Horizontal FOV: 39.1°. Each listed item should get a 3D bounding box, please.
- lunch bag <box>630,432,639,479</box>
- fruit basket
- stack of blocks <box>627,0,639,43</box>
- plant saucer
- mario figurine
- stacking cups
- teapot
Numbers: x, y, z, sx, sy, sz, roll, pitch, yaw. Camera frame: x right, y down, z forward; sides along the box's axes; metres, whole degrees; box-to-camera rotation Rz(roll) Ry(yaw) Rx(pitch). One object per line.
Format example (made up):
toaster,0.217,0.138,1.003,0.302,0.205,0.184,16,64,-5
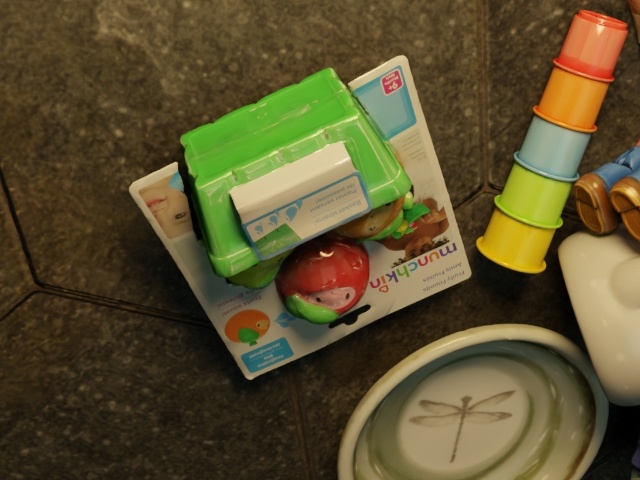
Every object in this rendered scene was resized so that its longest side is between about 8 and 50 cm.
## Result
lunch bag,0.588,0.280,1.342,0.243,0.115,0.304,8,93,-21
fruit basket,0.000,0.000,1.041,0.327,0.165,0.353,-24,126,-1
stack of blocks,0.413,-0.370,0.985,0.171,0.087,0.297,-28,122,1
plant saucer,0.207,0.267,1.287,0.400,0.100,0.401,-6,120,-11
mario figurine,0.475,-0.096,1.091,0.320,0.198,0.170,-35,145,-13
stacking cups,0.287,-0.120,1.104,0.096,0.096,0.316,10,111,-20
teapot,0.425,0.082,1.147,0.187,0.256,0.253,-19,110,16
